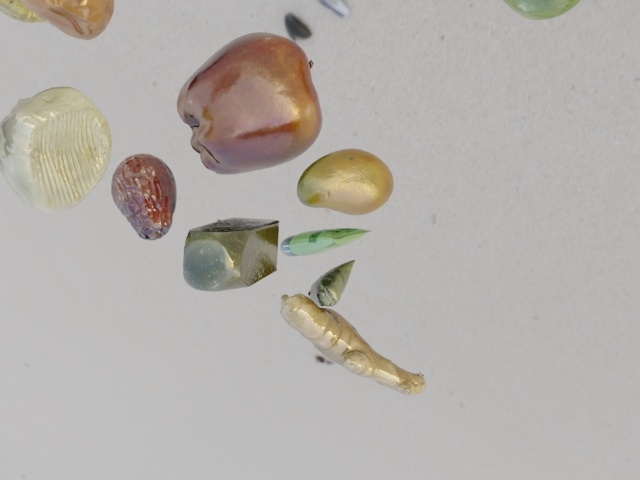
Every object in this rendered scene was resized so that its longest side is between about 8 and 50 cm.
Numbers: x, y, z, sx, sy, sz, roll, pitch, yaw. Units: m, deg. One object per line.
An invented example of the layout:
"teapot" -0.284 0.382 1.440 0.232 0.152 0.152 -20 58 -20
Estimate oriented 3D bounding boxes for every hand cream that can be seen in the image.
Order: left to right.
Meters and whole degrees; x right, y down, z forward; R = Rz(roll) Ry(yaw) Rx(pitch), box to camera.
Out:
"hand cream" 0.000 0.000 1.231 0.175 0.095 0.046 -13 89 45

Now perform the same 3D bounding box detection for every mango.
"mango" 0.053 -0.116 1.340 0.227 0.136 0.099 -6 -172 -34

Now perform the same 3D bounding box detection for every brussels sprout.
"brussels sprout" 0.496 -0.616 1.485 0.244 0.244 0.244 13 144 10

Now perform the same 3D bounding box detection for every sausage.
"sausage" -0.548 -0.526 1.435 0.120 0.136 0.241 30 179 23

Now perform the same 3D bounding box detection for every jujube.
"jujube" -0.437 -0.106 1.673 0.168 0.236 0.168 -18 151 -10

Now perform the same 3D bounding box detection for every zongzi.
"zongzi" 0.034 0.072 1.201 0.052 0.113 0.104 51 170 -8

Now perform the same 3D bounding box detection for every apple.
"apple" -0.145 -0.295 1.458 0.288 0.317 0.288 56 166 21

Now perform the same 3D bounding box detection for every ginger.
"ginger" 0.056 0.196 1.216 0.333 0.081 0.148 37 171 -9

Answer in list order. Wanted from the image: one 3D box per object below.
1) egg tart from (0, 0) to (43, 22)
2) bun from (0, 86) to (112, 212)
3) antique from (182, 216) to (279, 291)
"egg tart" -0.781 -0.787 1.804 0.169 0.388 0.388 10 145 32
"bun" -0.492 -0.170 1.209 0.133 0.231 0.231 21 148 26
"antique" -0.121 0.018 0.934 0.080 0.221 0.081 3 98 9
